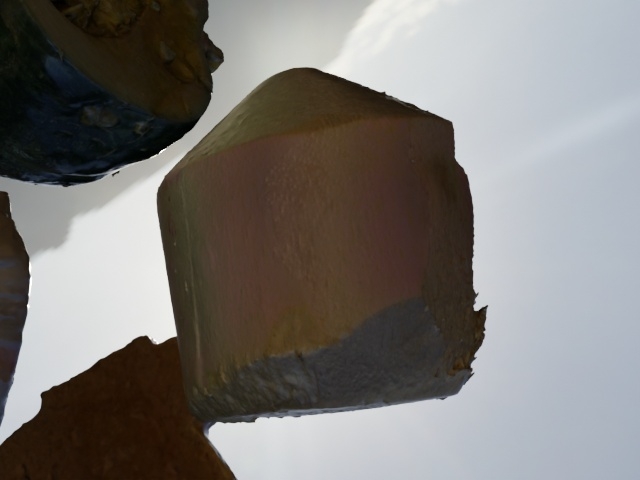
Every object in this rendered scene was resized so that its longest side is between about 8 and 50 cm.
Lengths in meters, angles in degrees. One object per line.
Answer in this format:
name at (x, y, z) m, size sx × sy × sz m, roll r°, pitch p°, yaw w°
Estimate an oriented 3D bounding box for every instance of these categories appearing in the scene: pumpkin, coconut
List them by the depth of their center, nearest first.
pumpkin at (-0.232, -0.173, 1.221) m, size 0.197 × 0.263 × 0.293 m, roll -33°, pitch -143°, yaw 30°
coconut at (0.000, 0.000, 1.355) m, size 0.297 × 0.310 × 0.297 m, roll -5°, pitch 172°, yaw -1°

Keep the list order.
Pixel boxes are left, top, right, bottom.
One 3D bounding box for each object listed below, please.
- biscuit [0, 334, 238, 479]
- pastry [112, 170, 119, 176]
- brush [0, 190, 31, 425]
biscuit at (-0.189, 0.312, 1.779) m, size 0.368 × 0.394 × 0.076 m, roll -34°, pitch 153°, yaw 9°
pastry at (-0.277, -0.211, 2.030) m, size 0.275 × 0.193 × 0.275 m, roll -158°, pitch -90°, yaw -82°
brush at (-0.218, -0.009, 0.653) m, size 0.174 × 0.166 × 0.267 m, roll 31°, pitch -71°, yaw 58°
